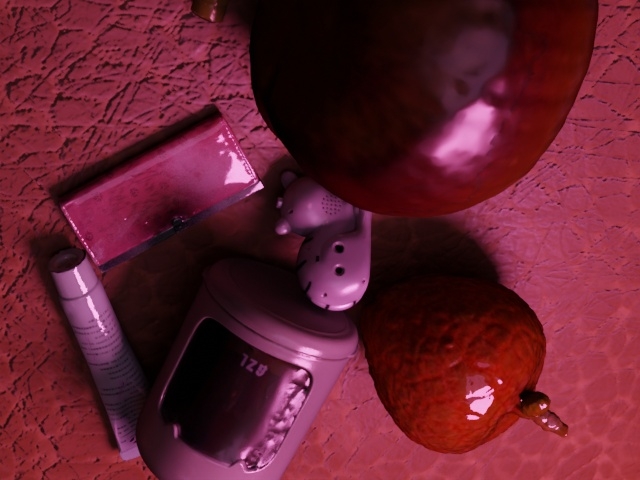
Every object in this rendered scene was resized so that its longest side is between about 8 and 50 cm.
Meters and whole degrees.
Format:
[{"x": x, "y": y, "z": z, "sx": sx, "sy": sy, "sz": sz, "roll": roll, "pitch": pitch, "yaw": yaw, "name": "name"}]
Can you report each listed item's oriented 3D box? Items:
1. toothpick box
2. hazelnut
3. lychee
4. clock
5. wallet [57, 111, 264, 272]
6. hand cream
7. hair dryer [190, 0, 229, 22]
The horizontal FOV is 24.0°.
[{"x": -0.107, "y": 0.198, "z": 1.924, "sx": 0.229, "sy": 0.229, "sz": 0.316, "roll": 20, "pitch": 109, "yaw": -24, "name": "toothpick box"}, {"x": 0.128, "y": -0.228, "z": 1.649, "sx": 0.402, "sy": 0.402, "sz": 0.429, "roll": 11, "pitch": 108, "yaw": -20, "name": "hazelnut"}, {"x": 0.188, "y": 0.167, "z": 1.959, "sx": 0.255, "sy": 0.300, "sz": 0.255, "roll": -38, "pitch": 161, "yaw": -16, "name": "lychee"}, {"x": 0.000, "y": 0.000, "z": 1.881, "sx": 0.117, "sy": 0.080, "sz": 0.176, "roll": 4, "pitch": 74, "yaw": -8, "name": "clock"}, {"x": -0.197, "y": -0.059, "z": 1.860, "sx": 0.232, "sy": 0.025, "sz": 0.119, "roll": -28, "pitch": 121, "yaw": 1, "name": "wallet"}, {"x": -0.269, "y": 0.156, "z": 1.941, "sx": 0.085, "sy": 0.058, "sz": 0.331, "roll": -24, "pitch": 122, "yaw": -8, "name": "hand cream"}, {"x": -0.078, "y": -0.372, "z": 1.691, "sx": 0.135, "sy": 0.090, "sz": 0.279, "roll": 8, "pitch": 122, "yaw": -21, "name": "hair dryer"}]
